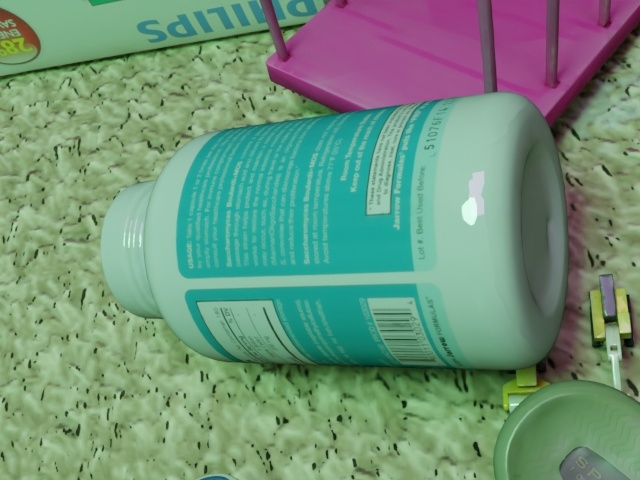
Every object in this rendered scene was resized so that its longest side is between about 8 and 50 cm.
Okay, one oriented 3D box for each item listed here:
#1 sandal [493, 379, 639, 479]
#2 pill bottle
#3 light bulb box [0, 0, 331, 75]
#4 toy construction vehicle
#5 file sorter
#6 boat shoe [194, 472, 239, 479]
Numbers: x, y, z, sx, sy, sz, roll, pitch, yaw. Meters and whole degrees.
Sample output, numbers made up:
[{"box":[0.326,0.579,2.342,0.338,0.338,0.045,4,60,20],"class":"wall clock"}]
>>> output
[{"box":[0.198,0.178,0.356,0.302,0.086,0.120,38,78,23],"class":"sandal"},{"box":[0.000,0.000,0.486,0.264,0.146,0.146,-2,60,28],"class":"pill bottle"},{"box":[-0.173,-0.372,0.728,0.357,0.225,0.361,-6,58,15],"class":"light bulb box"},{"box":[0.140,0.053,0.487,0.085,0.035,0.098,-2,60,18],"class":"toy construction vehicle"},{"box":[0.111,-0.227,0.549,0.202,0.182,0.291,30,65,31],"class":"file sorter"},{"box":[-0.048,0.218,0.434,0.066,0.066,0.183,-15,55,10],"class":"boat shoe"}]
